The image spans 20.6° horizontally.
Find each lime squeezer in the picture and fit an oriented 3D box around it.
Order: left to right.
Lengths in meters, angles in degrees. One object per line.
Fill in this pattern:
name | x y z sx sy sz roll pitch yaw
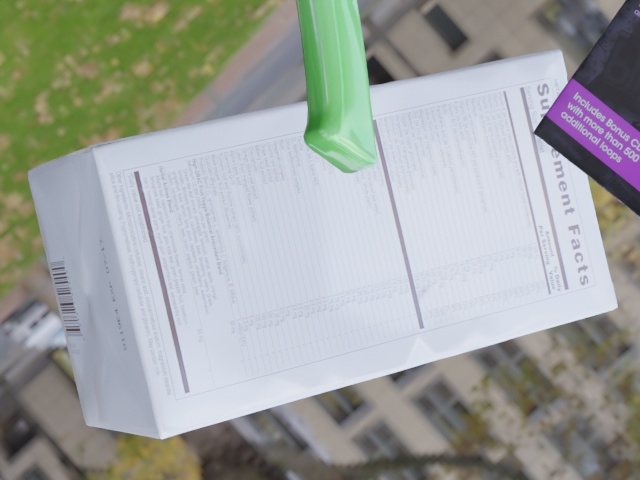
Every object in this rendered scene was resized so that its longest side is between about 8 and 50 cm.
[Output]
lime squeezer | 0.019 -0.181 0.489 0.059 0.110 0.310 -33 -145 61

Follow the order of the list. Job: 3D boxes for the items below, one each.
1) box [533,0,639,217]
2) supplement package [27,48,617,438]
box | 0.166 -0.068 0.619 0.162 0.116 0.029 -57 162 23
supplement package | 0.000 0.000 0.870 0.244 0.139 0.134 -13 -178 -22
